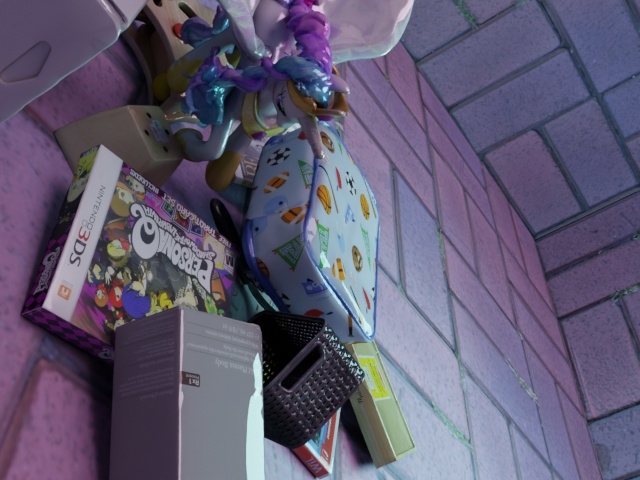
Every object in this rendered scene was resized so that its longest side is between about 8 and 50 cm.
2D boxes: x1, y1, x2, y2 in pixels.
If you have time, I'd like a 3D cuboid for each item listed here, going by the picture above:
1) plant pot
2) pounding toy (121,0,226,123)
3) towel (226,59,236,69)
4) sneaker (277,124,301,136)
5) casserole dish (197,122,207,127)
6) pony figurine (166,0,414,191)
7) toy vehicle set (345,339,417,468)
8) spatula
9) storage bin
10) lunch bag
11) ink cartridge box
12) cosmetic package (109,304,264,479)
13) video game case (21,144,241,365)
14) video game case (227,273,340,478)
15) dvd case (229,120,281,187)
[{"bbox_3d":[-0.232,-0.108,0.983,0.109,0.096,0.109,63,23,3],"label":"plant pot"},{"bbox_3d":[-0.202,-0.313,1.175,0.154,0.155,0.270,13,57,-38],"label":"pounding toy"},{"bbox_3d":[-0.153,-0.312,1.439,0.113,0.023,0.152,53,7,-25],"label":"towel"},{"bbox_3d":[-0.063,-0.207,1.513,0.191,0.071,0.083,47,32,-32],"label":"sneaker"},{"bbox_3d":[-0.196,-0.262,1.323,0.114,0.037,0.188,50,26,-27],"label":"casserole dish"},{"bbox_3d":[-0.058,-0.242,0.977,0.302,0.363,0.351,13,78,-30],"label":"pony figurine"},{"bbox_3d":[0.076,0.226,1.317,0.267,0.035,0.166,69,13,16],"label":"toy vehicle set"},{"bbox_3d":[-0.081,0.075,1.123,0.297,0.030,0.084,61,24,-4],"label":"spatula"},{"bbox_3d":[-0.050,0.156,0.945,0.122,0.180,0.084,-44,109,-23],"label":"storage bin"},{"bbox_3d":[0.000,0.000,1.113,0.243,0.114,0.303,58,27,-35],"label":"lunch bag"},{"bbox_3d":[-0.286,-0.277,0.889,0.129,0.223,0.307,51,24,-25],"label":"ink cartridge box"},{"bbox_3d":[-0.128,0.197,0.790,0.127,0.107,0.238,23,53,-50],"label":"cosmetic package"},{"bbox_3d":[-0.193,0.041,0.899,0.232,0.041,0.210,40,44,-37],"label":"video game case"},{"bbox_3d":[-0.062,0.165,1.136,0.285,0.025,0.204,53,23,-22],"label":"video game case"},{"bbox_3d":[-0.062,-0.123,1.330,0.221,0.018,0.165,15,36,-28],"label":"dvd case"}]
